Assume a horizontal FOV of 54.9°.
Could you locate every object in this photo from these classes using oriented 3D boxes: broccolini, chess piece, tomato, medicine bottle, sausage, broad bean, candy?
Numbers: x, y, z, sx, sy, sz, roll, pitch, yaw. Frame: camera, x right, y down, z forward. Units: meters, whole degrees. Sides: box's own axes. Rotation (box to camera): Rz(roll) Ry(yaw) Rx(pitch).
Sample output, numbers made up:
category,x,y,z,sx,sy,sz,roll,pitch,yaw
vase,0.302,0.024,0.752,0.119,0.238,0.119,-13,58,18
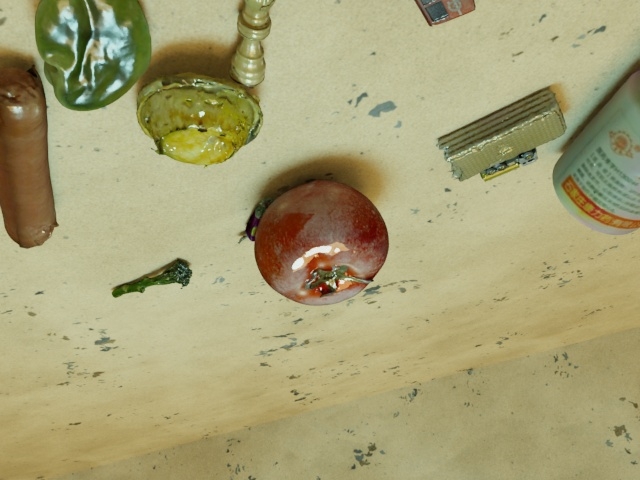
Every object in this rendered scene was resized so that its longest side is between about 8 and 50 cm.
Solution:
category,x,y,z,sx,sy,sz,roll,pitch,yaw
broccolini,-0.400,0.099,1.471,0.216,0.058,0.067,-17,110,24
chess piece,-0.093,-0.301,0.868,0.060,0.060,0.172,-2,147,-17
tomato,0.000,0.000,1.245,0.270,0.227,0.270,-10,141,-9
medicine bottle,0.625,-0.195,1.141,0.219,0.219,0.388,-1,148,-18
sausage,-0.485,-0.115,1.008,0.094,0.094,0.419,-3,150,-22
broad bean,-0.308,-0.263,0.836,0.153,0.072,0.206,-6,151,-35
candy,-0.135,-0.037,1.319,0.045,0.043,0.175,-7,151,-29

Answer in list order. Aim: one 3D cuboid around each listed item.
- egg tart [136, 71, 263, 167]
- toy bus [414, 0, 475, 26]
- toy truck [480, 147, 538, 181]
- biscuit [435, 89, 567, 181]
category,x,y,z,sx,sy,sz,roll,pitch,yaw
egg tart,-0.189,-0.179,0.971,0.213,0.090,0.212,-4,161,-1
toy bus,0.135,-0.378,0.800,0.096,0.073,0.235,-19,151,27
toy truck,0.384,-0.167,1.272,0.123,0.052,0.063,-23,153,21
biscuit,0.351,-0.197,1.196,0.239,0.061,0.108,-24,148,21
